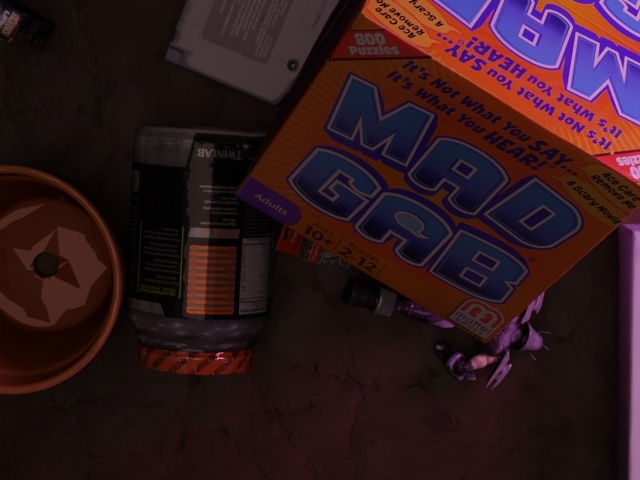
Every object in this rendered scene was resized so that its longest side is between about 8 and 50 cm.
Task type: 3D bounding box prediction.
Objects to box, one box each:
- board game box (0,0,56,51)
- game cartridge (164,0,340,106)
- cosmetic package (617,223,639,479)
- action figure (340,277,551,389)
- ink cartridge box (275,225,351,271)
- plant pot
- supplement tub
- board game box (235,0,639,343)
[{"bbox_3d":[-0.436,-0.308,1.882,0.141,0.170,0.048,30,95,0],"label":"board game box"},{"bbox_3d":[-0.065,-0.339,1.913,0.196,0.060,0.294,24,97,5],"label":"game cartridge"},{"bbox_3d":[0.499,0.169,1.866,0.217,0.156,0.384,-2,96,6],"label":"cosmetic package"},{"bbox_3d":[0.178,0.085,1.915,0.285,0.099,0.185,24,89,-2],"label":"action figure"},{"bbox_3d":[0.000,0.000,1.916,0.115,0.029,0.062,14,98,-39],"label":"ink cartridge box"},{"bbox_3d":[-0.386,0.043,1.893,0.291,0.203,0.290,0,94,4],"label":"plant pot"},{"bbox_3d":[-0.156,0.009,1.879,0.194,0.193,0.315,5,95,4],"label":"supplement tub"},{"bbox_3d":[0.176,-0.174,1.665,0.356,0.356,0.356,31,52,-7],"label":"board game box"}]
